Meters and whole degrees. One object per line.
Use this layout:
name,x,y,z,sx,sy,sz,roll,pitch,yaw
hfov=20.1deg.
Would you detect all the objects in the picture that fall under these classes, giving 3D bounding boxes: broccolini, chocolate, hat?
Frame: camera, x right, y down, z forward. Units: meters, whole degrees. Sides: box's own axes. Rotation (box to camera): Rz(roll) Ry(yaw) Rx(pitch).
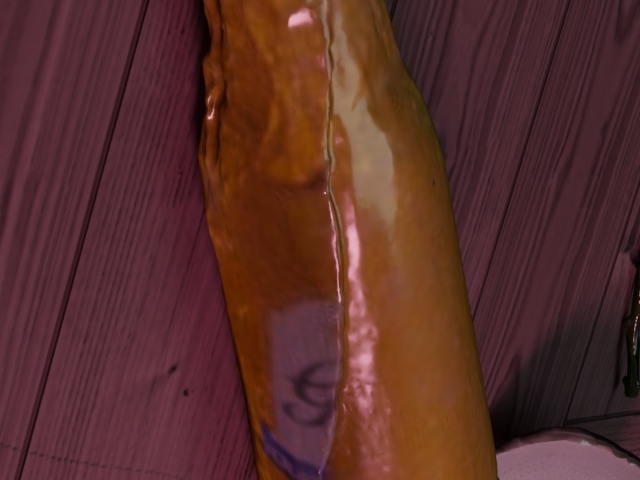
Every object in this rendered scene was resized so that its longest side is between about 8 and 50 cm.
broccolini,0.299,0.056,1.667,0.052,0.054,0.194,6,112,-28
chocolate,0.000,0.000,1.053,0.162,0.162,0.445,-44,137,-36
hat,0.185,0.290,1.539,0.301,0.168,0.257,41,63,-32
